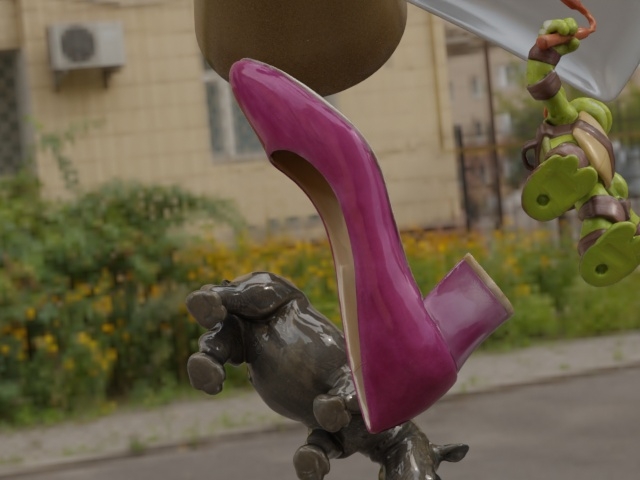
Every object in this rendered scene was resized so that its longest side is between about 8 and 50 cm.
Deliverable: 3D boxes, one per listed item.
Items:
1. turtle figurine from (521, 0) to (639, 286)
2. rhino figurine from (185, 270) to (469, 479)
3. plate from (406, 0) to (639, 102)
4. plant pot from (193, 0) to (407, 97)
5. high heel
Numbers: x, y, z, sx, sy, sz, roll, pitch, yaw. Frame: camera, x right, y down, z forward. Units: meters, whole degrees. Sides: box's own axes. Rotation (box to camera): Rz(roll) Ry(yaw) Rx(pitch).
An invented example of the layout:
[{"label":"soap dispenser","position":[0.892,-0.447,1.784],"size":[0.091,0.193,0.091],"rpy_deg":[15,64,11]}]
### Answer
[{"label":"turtle figurine","position":[0.197,-0.071,1.200],"size":[0.087,0.270,0.217],"rpy_deg":[-20,22,20]},{"label":"rhino figurine","position":[0.013,0.111,1.024],"size":[0.073,0.243,0.106],"rpy_deg":[-49,-2,24]},{"label":"plate","position":[0.232,-0.307,1.469],"size":[0.278,0.277,0.045],"rpy_deg":[25,26,-11]},{"label":"plant pot","position":[-0.031,-0.316,1.603],"size":[0.237,0.237,0.254],"rpy_deg":[-5,-32,1]},{"label":"high heel","position":[0.000,0.000,0.964],"size":[0.117,0.244,0.082],"rpy_deg":[-41,-4,-11]}]
